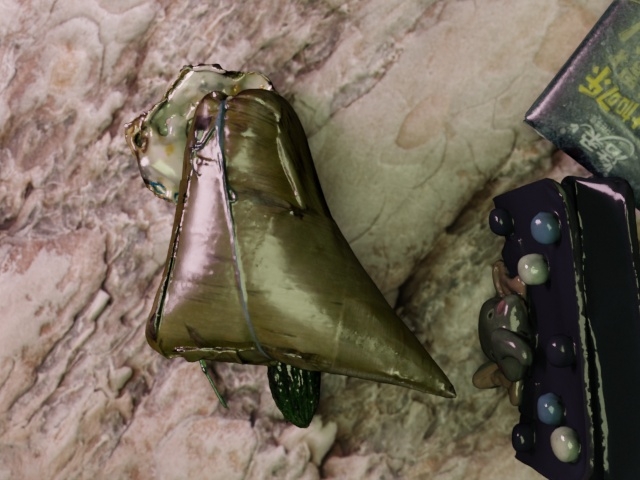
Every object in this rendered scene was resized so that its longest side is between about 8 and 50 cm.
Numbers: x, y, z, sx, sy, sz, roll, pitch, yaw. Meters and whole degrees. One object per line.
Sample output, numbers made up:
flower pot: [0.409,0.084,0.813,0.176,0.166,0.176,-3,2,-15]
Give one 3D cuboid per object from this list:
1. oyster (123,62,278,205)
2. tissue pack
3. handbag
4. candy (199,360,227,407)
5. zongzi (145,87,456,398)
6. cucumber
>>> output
oyster: [-0.130,-0.117,1.172,0.214,0.083,0.223,-36,86,13]
tissue pack: [0.380,-0.184,1.019,0.185,0.081,0.257,42,115,13]
handbag: [0.255,0.100,1.001,0.118,0.269,0.326,-3,86,-9]
candy: [-0.154,0.168,1.194,0.035,0.035,0.123,-26,90,14]
zongzi: [0.000,0.000,1.013,0.360,0.160,0.323,10,92,19]
cucumber: [-0.036,0.106,1.143,0.077,0.077,0.265,1,87,13]
